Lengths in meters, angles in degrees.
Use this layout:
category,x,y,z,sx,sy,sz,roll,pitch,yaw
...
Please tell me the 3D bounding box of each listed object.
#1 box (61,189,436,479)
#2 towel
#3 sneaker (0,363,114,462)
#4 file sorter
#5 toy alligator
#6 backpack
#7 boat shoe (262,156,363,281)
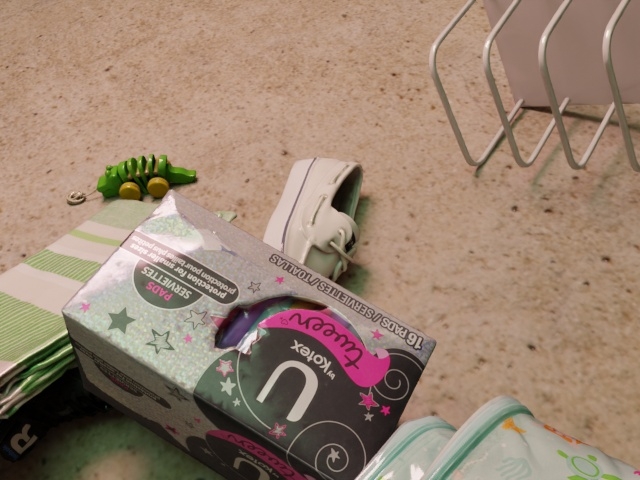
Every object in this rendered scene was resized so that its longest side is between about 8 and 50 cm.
category,x,y,z,sx,sy,sz,roll,pitch,yaw
box,-0.062,0.103,0.549,0.247,0.163,0.142,29,57,7
towel,-0.274,0.046,0.729,0.248,0.038,0.325,8,37,38
sneaker,-0.250,0.164,0.656,0.217,0.079,0.121,3,50,27
file sorter,0.294,-0.189,0.743,0.278,0.192,0.173,8,50,42
toy alligator,-0.267,-0.087,0.917,0.190,0.051,0.056,-9,44,5
backpack,0.094,0.216,0.389,0.191,0.253,0.225,30,60,35
boat shoe,0.000,0.000,0.745,0.088,0.096,0.267,-4,37,16
